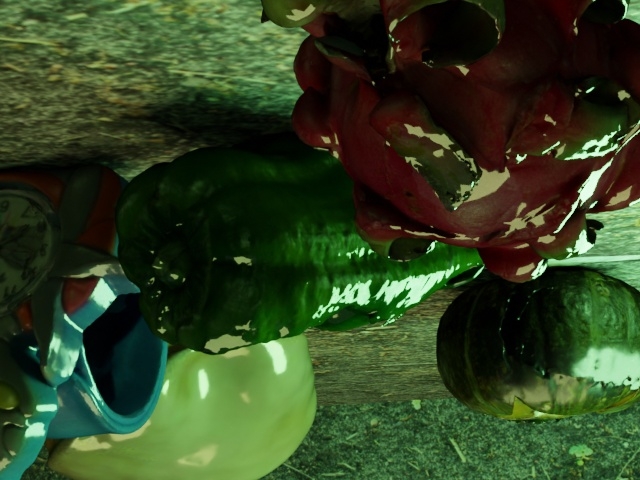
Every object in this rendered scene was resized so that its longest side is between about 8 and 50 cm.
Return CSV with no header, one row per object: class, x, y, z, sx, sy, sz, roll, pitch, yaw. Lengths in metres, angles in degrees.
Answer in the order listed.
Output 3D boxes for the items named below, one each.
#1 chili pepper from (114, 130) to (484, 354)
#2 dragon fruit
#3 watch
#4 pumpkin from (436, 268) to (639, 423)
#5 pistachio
chili pepper,-0.004,-0.010,1.072,0.213,0.168,0.384,7,-173,38
dragon fruit,0.082,-0.097,0.672,0.218,0.198,0.273,24,155,28
watch,-0.246,0.100,1.186,0.241,0.305,0.274,-4,159,14
pumpkin,0.306,0.146,1.699,0.320,0.192,0.320,-3,169,-1
pistachio,-0.184,0.198,1.679,0.365,0.281,0.445,-41,156,26
